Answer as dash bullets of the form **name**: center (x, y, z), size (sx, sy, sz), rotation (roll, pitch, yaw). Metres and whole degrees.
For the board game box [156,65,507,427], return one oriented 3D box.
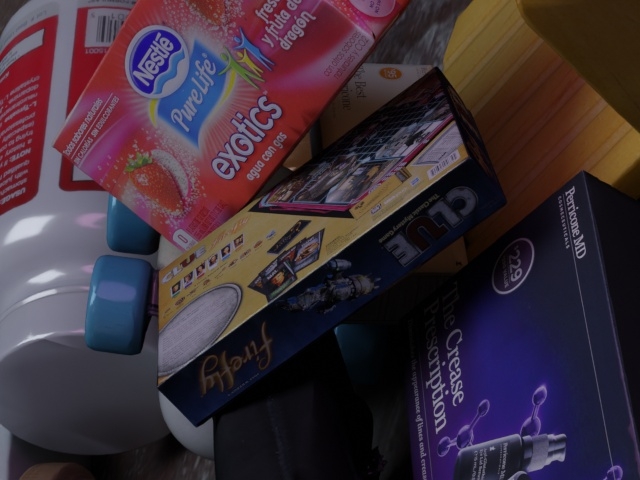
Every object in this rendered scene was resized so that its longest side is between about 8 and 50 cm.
- **board game box**: center (0.000, 0.000, 1.214), size (0.243, 0.042, 0.165), rotation (-36, 23, 12)

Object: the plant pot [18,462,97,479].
- **plant pot**: center (-0.163, 0.289, 1.447), size (0.109, 0.237, 0.237), rotation (-4, 54, 10)

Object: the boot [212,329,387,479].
- **boot**: center (-0.007, 0.288, 1.172), size (0.445, 0.146, 0.367), rotation (-110, 19, -66)

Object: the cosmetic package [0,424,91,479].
- **cosmetic package**: center (-0.320, 0.305, 1.620), size (0.217, 0.156, 0.385), rotation (-23, 45, 12)

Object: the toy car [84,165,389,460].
- **toy car**: center (-0.067, 0.081, 1.473), size (0.210, 0.219, 0.238), rotation (-86, 4, -46)

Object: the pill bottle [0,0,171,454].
- **pill bottle**: center (-0.195, -0.024, 1.679), size (0.229, 0.229, 0.408), rotation (-40, 36, 36)

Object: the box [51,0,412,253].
- **box**: center (-0.047, -0.140, 1.291), size (0.154, 0.142, 0.300), rotation (-53, 3, -38)

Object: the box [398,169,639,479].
- **box**: center (0.149, 0.117, 1.140), size (0.184, 0.103, 0.261), rotation (-39, 37, 32)

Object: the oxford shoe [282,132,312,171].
- **oxford shoe**: center (-0.019, -0.090, 1.634), size (0.076, 0.076, 0.212), rotation (-27, 33, 3)

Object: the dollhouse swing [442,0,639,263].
- **dollhouse swing**: center (0.127, -0.191, 1.262), size (0.305, 0.315, 0.347), rotation (-33, 40, 26)

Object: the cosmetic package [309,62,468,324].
- **cosmetic package**: center (0.047, -0.040, 1.399), size (0.239, 0.099, 0.060), rotation (-97, 12, -47)
